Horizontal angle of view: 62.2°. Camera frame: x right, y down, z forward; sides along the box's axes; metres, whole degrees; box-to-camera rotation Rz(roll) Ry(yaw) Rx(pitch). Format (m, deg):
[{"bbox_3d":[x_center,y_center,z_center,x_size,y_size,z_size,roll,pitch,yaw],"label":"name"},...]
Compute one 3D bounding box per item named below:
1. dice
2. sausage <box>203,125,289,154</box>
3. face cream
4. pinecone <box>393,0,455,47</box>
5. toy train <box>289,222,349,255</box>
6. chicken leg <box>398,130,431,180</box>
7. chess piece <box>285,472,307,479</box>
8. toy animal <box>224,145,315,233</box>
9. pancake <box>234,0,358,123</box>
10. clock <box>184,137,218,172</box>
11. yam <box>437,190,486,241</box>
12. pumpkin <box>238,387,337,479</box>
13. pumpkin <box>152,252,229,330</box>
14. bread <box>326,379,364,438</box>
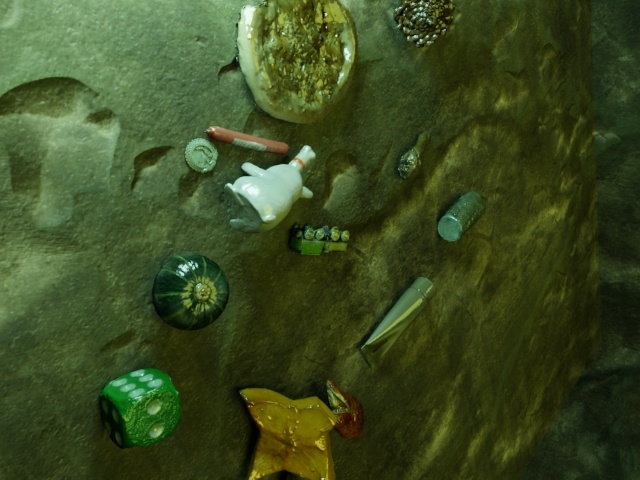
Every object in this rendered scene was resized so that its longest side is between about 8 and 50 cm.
[{"bbox_3d":[-0.376,0.347,1.106,0.131,0.128,0.120,-18,110,-40],"label":"dice"},{"bbox_3d":[-0.166,-0.234,1.250,0.253,0.034,0.034,5,96,-46],"label":"sausage"},{"bbox_3d":[0.260,0.268,1.774,0.341,0.084,0.137,-47,138,-19],"label":"face cream"},{"bbox_3d":[0.301,-0.668,1.534,0.195,0.150,0.179,-53,131,-23],"label":"pinecone"},{"bbox_3d":[0.000,0.000,1.456,0.202,0.060,0.081,3,104,-46],"label":"toy train"},{"bbox_3d":[0.311,-0.279,1.699,0.198,0.069,0.085,-59,135,-27],"label":"chicken leg"},{"bbox_3d":[-0.035,0.609,1.508,0.137,0.137,0.300,-7,105,-44],"label":"chess piece"},{"bbox_3d":[-0.114,-0.123,1.273,0.282,0.138,0.140,-56,145,-51],"label":"toy animal"},{"bbox_3d":[-0.052,-0.466,1.284,0.382,0.071,0.382,-13,109,-44],"label":"pancake"},{"bbox_3d":[-0.264,-0.189,1.177,0.083,0.010,0.074,19,86,-45],"label":"clock"},{"bbox_3d":[0.510,-0.085,1.918,0.194,0.107,0.107,-41,126,-30],"label":"yam"},{"bbox_3d":[-0.083,0.517,1.399,0.258,0.095,0.290,1,103,-2],"label":"pumpkin"},{"bbox_3d":[-0.281,0.111,1.147,0.167,0.125,0.167,-11,106,-45],"label":"pumpkin"},{"bbox_3d":[0.076,0.513,1.583,0.269,0.095,0.139,68,11,-56],"label":"bread"}]
